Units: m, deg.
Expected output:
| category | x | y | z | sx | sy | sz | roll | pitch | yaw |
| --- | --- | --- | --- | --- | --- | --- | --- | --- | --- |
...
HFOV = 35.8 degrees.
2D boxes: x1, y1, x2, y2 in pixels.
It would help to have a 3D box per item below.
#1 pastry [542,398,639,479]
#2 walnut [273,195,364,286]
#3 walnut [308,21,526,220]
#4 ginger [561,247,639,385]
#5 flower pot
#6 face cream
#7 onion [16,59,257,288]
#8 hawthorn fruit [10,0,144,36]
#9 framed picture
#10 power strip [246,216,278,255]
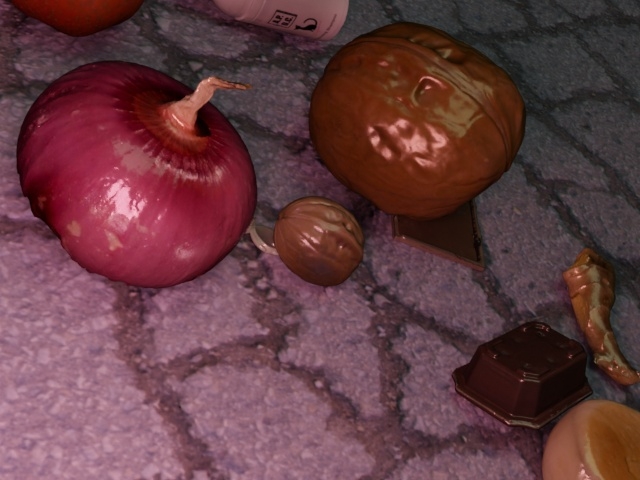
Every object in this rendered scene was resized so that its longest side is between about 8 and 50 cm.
| category | x | y | z | sx | sy | sz | roll | pitch | yaw |
| --- | --- | --- | --- | --- | --- | --- | --- | --- | --- |
| pastry | 0.477 | 0.384 | 1.609 | 0.265 | 0.133 | 0.265 | 20 | 44 | -20 |
| walnut | -0.001 | 0.000 | 1.635 | 0.162 | 0.140 | 0.140 | 46 | 29 | -39 |
| walnut | 0.173 | -0.226 | 1.825 | 0.398 | 0.308 | 0.354 | 28 | 48 | 13 |
| ginger | 0.552 | 0.150 | 1.939 | 0.131 | 0.086 | 0.294 | 15 | 52 | -37 |
| flower pot | 0.351 | 0.212 | 1.673 | 0.179 | 0.084 | 0.251 | 30 | 32 | 34 |
| face cream | -0.132 | -0.513 | 2.034 | 0.369 | 0.145 | 0.145 | 5 | 49 | -30 |
| onion | -0.250 | -0.122 | 1.454 | 0.358 | 0.345 | 0.358 | 34 | 6 | -4 |
| hawthorn fruit | -0.412 | -0.512 | 1.710 | 0.277 | 0.298 | 0.277 | 17 | 46 | -19 |
| framed picture | 0.225 | -0.075 | 1.961 | 0.209 | 0.019 | 0.281 | 20 | 42 | -18 |
| power strip | -0.094 | -0.011 | 1.658 | 0.083 | 0.035 | 0.055 | 36 | 40 | -4 |
